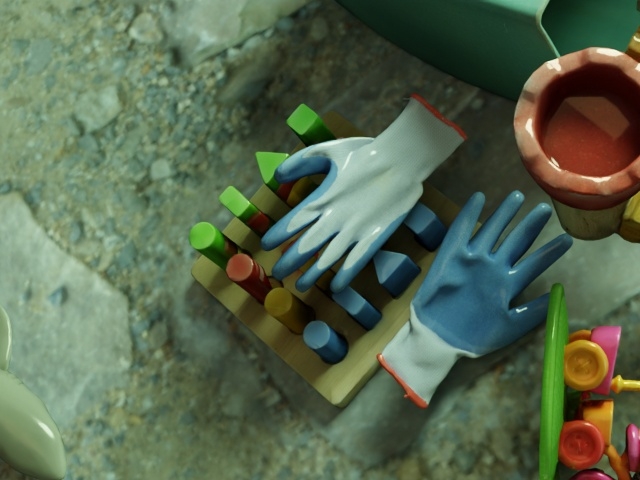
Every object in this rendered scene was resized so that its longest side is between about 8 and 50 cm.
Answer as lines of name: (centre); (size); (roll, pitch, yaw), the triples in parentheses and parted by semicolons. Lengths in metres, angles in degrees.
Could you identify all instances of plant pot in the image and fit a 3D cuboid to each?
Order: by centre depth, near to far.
plant pot: (0.104, -0.207, 0.931); (0.234, 0.166, 0.165); (21, 80, 31)

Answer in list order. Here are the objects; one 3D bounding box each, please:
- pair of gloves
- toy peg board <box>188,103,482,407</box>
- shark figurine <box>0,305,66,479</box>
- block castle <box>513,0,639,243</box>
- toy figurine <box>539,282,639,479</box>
pair of gloves: (0.061, 0.002, 0.888); (0.198, 0.023, 0.159); (44, 85, -4)
toy peg board: (0.000, 0.000, 0.939); (0.160, 0.079, 0.161); (40, 89, 28)
shark figurine: (-0.331, 0.123, 1.006); (0.278, 0.116, 0.166); (-16, 65, 13)
block castle: (0.331, -0.171, 0.768); (0.303, 0.213, 0.453); (24, 80, 16)
toy figurine: (0.213, 0.116, 0.807); (0.159, 0.130, 0.173); (3, 94, 13)
